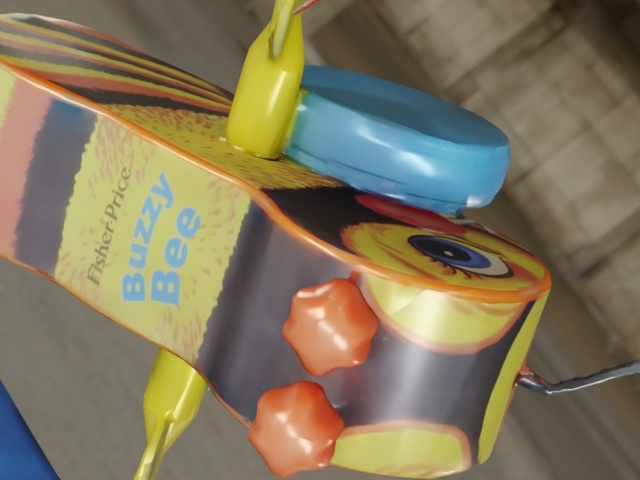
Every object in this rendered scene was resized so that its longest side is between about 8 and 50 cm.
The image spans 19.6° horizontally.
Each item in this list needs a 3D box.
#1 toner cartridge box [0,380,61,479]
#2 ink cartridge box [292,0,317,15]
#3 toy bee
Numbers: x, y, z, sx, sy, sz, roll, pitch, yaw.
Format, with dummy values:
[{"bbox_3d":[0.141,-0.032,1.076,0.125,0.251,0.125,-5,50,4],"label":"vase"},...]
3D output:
[{"bbox_3d":[-0.197,0.142,0.540,0.165,0.075,0.348,56,30,7],"label":"toner cartridge box"},{"bbox_3d":[0.127,-0.113,0.411,0.066,0.189,0.232,52,49,-7],"label":"ink cartridge box"},{"bbox_3d":[0.000,0.000,0.489,0.162,0.298,0.195,-12,101,-64],"label":"toy bee"}]
